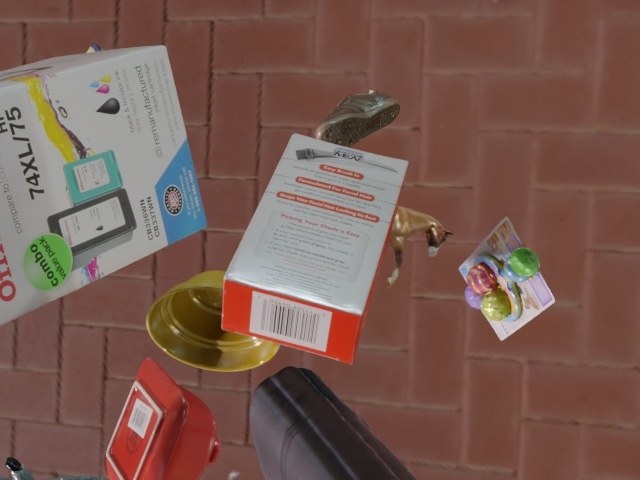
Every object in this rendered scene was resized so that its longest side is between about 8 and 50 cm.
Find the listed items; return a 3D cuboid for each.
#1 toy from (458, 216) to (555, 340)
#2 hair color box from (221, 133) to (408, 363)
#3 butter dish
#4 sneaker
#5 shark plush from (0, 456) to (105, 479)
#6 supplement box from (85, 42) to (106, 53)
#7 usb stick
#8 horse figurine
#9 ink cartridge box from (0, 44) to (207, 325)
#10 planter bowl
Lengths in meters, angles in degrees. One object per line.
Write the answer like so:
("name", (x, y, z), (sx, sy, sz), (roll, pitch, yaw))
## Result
("toy", (0.256, 0.071, 1.364), (0.056, 0.237, 0.137), (-23, 75, -18))
("hair color box", (0.000, 0.000, 0.644), (0.093, 0.167, 0.053), (15, 134, 7))
("butter dish", (-0.176, 0.245, 1.112), (0.118, 0.160, 0.160), (19, 94, -31))
("sneaker", (0.051, -0.213, 1.588), (0.071, 0.188, 0.066), (40, 136, 31))
("shark plush", (-0.239, 0.201, 0.751), (0.161, 0.073, 0.067), (17, 124, 28))
("supplement box", (-0.311, -0.224, 1.328), (0.083, 0.083, 0.056), (-51, 45, 9))
("usb stick", (0.022, 0.120, 0.359), (0.045, 0.278, 0.077), (-8, 101, -16))
("horse figurine", (0.060, -0.031, 1.408), (0.263, 0.066, 0.174), (31, 56, 9))
("ink cartridge box", (-0.289, -0.061, 0.895), (0.197, 0.270, 0.198), (4, 114, 39))
("planter bowl", (-0.165, 0.113, 1.478), (0.217, 0.217, 0.090), (-8, 45, 15))
